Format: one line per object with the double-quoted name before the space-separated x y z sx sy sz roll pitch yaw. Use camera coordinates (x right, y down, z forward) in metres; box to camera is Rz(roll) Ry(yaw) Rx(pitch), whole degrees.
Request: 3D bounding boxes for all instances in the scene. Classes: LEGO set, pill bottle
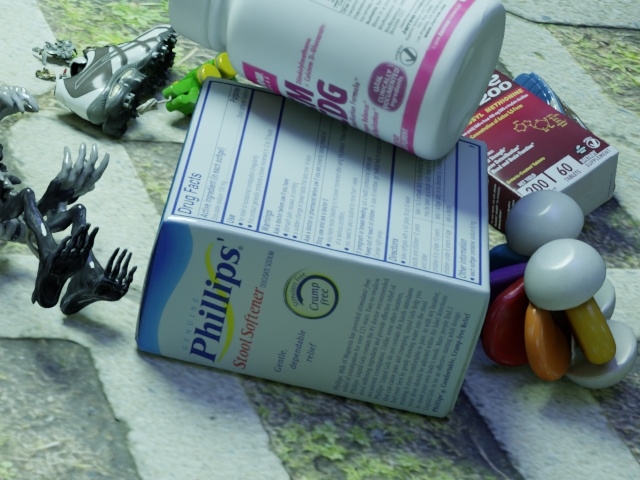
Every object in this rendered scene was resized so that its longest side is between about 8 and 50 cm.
"LEGO set" -0.285 -0.202 1.870 0.054 0.023 0.083 4 35 -17
"pill bottle" 0.013 -0.199 1.589 0.283 0.160 0.160 25 34 15

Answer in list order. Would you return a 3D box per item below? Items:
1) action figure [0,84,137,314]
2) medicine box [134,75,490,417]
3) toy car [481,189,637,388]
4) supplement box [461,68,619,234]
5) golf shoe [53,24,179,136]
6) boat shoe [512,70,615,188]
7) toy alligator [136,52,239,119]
"action figure" -0.267 -0.055 1.541 0.276 0.141 0.164 44 8 33
"medicine box" 0.000 0.000 1.570 0.289 0.149 0.263 13 33 -3
"toy car" 0.205 0.057 1.600 0.136 0.159 0.182 -23 36 8
"supplement box" 0.186 -0.102 1.839 0.130 0.073 0.239 -33 53 -27
"golf shoe" -0.214 -0.189 1.831 0.094 0.077 0.198 20 32 8
"boat shoe" 0.268 -0.113 1.926 0.066 0.066 0.183 14 41 -44
"toy alligator" -0.133 -0.154 1.840 0.051 0.056 0.190 58 36 -9
